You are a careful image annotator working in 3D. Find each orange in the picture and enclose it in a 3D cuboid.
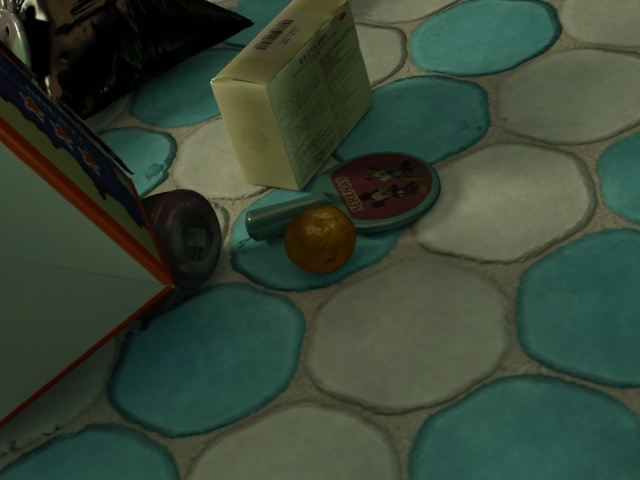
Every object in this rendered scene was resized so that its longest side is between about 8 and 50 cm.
[{"bbox_3d":[0.000,0.000,1.202,0.083,0.070,0.083,2,50,-2],"label":"orange"}]

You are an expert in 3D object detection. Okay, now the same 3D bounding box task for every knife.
[{"bbox_3d":[-0.531,-0.303,1.692,0.038,0.132,0.398,-13,8,-28],"label":"knife"}]

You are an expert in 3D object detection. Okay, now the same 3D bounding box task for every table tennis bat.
[{"bbox_3d":[0.027,-0.048,1.288,0.244,0.040,0.153,-16,38,-5],"label":"table tennis bat"}]

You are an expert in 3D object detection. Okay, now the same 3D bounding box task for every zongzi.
[{"bbox_3d":[-0.317,-0.361,1.686,0.362,0.319,0.383,-21,54,-19],"label":"zongzi"}]

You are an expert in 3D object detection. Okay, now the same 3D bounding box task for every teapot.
[{"bbox_3d":[-0.198,0.016,1.256,0.146,0.148,0.116,-2,3,36],"label":"teapot"}]

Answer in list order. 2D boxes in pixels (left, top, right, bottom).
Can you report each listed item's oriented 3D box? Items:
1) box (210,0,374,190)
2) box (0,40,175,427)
[{"bbox_3d":[-0.031,-0.195,1.381,0.095,0.168,0.212,12,46,30],"label":"box"},{"bbox_3d":[-0.397,-0.002,1.090,0.349,0.318,0.257,-40,37,6],"label":"box"}]
